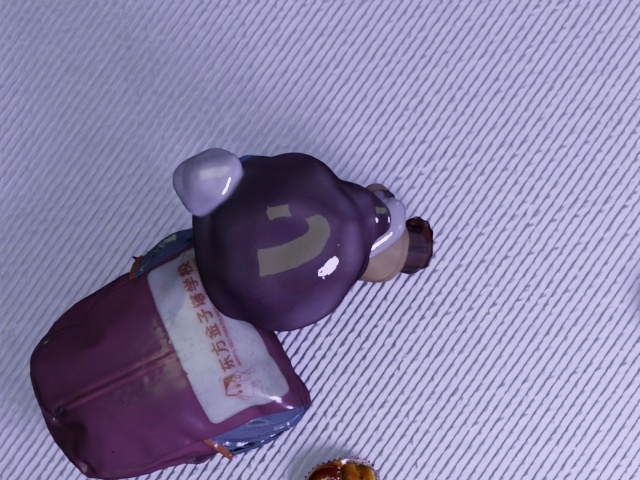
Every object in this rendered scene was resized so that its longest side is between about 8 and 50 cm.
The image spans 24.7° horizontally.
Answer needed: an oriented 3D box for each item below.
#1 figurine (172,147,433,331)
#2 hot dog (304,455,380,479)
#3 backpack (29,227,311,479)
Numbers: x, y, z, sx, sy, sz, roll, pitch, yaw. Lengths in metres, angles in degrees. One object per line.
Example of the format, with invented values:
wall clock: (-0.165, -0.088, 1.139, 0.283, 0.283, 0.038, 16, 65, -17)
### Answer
figurine: (0.007, -0.019, 1.732, 0.218, 0.365, 0.206, 17, 111, 31)
hot dog: (0.029, 0.370, 1.842, 0.108, 0.059, 0.191, -6, 79, 2)
backpack: (-0.201, 0.163, 1.834, 0.317, 0.197, 0.283, -27, 80, 7)
